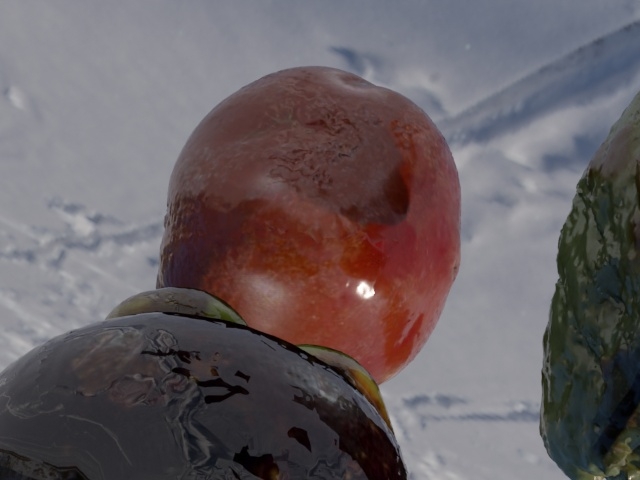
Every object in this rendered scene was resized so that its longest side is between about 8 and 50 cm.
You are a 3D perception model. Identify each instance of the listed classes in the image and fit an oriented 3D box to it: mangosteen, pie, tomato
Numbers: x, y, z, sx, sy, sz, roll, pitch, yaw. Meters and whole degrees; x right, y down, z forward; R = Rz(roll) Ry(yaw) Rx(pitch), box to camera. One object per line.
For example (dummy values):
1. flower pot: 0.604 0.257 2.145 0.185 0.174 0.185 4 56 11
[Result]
1. mangosteen: -0.058 0.099 0.491 0.192 0.217 0.192 -3 128 -3
2. pie: 0.165 0.013 0.568 0.090 0.201 0.248 12 120 -6
3. tomato: 0.001 0.003 0.823 0.188 0.232 0.232 9 157 29
